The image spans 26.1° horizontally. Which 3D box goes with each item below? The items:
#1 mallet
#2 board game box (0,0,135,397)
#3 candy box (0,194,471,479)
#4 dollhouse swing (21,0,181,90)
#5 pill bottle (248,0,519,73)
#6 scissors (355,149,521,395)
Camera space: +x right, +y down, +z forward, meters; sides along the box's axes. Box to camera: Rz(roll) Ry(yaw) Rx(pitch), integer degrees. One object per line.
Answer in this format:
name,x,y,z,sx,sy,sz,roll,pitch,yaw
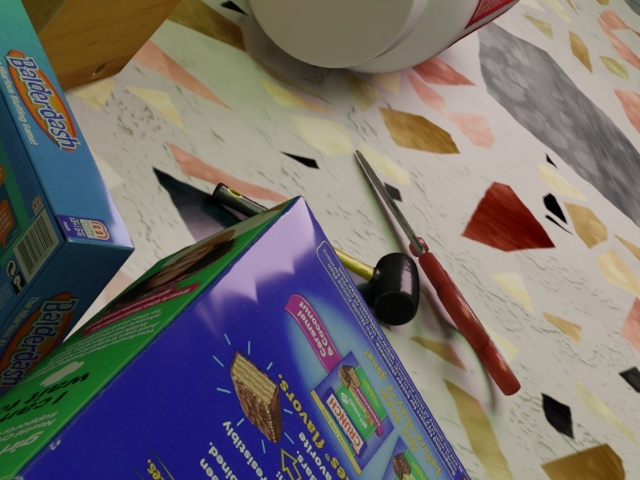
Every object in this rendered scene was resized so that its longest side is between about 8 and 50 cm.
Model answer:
mallet,0.000,0.000,1.118,0.190,0.039,0.062,32,29,-7
board game box,-0.197,-0.023,0.783,0.047,0.160,0.210,8,43,-45
candy box,-0.040,0.160,0.688,0.268,0.122,0.317,59,27,-9
dollhouse swing,-0.181,-0.338,1.006,0.305,0.347,0.315,46,22,2
pill bottle,0.083,-0.301,1.422,0.229,0.229,0.408,43,29,4
scissors,0.096,0.024,1.206,0.109,0.021,0.297,50,6,-36
